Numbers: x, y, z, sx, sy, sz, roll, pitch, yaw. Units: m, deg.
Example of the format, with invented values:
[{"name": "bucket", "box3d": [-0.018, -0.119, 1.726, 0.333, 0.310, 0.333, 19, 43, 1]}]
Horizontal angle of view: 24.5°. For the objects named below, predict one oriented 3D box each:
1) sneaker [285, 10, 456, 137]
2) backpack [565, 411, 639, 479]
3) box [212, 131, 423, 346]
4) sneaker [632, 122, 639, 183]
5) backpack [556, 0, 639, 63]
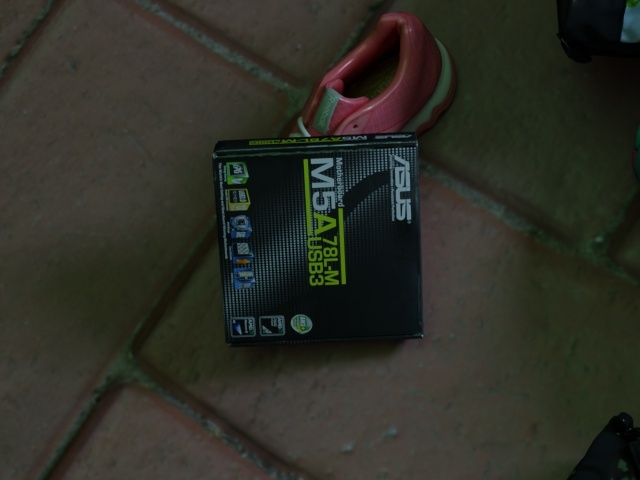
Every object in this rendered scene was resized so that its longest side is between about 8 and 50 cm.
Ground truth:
[{"name": "sneaker", "box3d": [0.002, -0.091, 1.393, 0.116, 0.136, 0.314, 33, 83, 22]}, {"name": "backpack", "box3d": [0.284, 0.249, 1.217, 0.182, 0.115, 0.152, 35, 95, 21]}, {"name": "box", "box3d": [0.000, 0.000, 1.340, 0.184, 0.045, 0.190, -1, 108, 2]}, {"name": "sneaker", "box3d": [0.393, -0.098, 1.308, 0.296, 0.123, 0.178, -20, 34, -22]}, {"name": "backpack", "box3d": [0.403, -0.263, 1.278, 0.356, 0.290, 0.273, 16, 111, 8]}]
